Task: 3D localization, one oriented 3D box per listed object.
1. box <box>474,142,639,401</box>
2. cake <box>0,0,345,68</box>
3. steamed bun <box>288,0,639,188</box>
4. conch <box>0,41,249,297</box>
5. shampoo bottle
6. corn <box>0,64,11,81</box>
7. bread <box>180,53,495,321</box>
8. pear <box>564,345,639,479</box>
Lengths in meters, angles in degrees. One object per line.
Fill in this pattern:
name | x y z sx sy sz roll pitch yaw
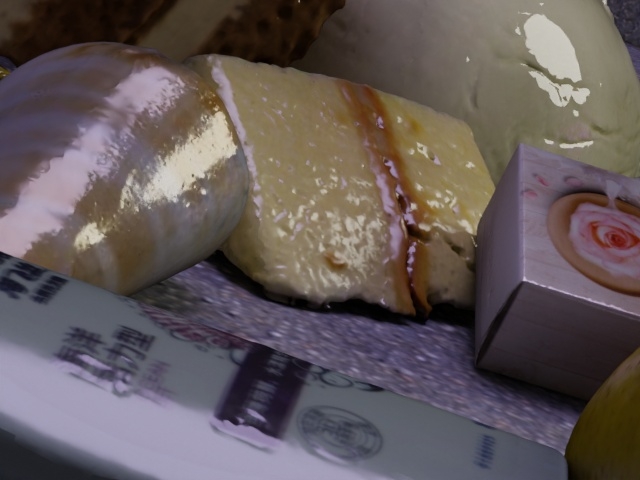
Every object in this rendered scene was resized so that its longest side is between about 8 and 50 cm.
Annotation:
box | 0.194 0.034 1.123 0.199 0.081 0.135 15 39 -7
cake | -0.134 -0.243 1.226 0.290 0.282 0.255 32 15 -44
steamed bun | 0.091 -0.146 1.448 0.334 0.233 0.312 24 14 22
conch | -0.123 -0.036 0.954 0.158 0.127 0.255 22 16 5
shampoo bottle | -0.086 0.065 0.717 0.359 0.078 0.134 20 16 1
corn | -0.212 -0.080 1.130 0.072 0.072 0.203 9 17 -37
bread | 0.000 0.000 1.194 0.240 0.135 0.178 9 50 -38
pear | 0.200 0.106 0.774 0.267 0.266 0.178 12 -10 -26
